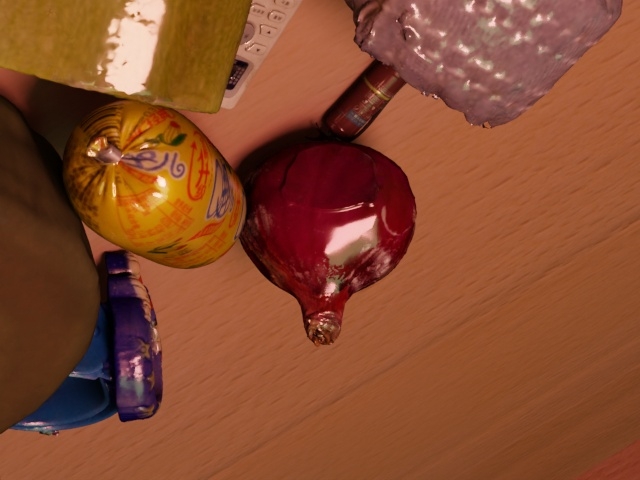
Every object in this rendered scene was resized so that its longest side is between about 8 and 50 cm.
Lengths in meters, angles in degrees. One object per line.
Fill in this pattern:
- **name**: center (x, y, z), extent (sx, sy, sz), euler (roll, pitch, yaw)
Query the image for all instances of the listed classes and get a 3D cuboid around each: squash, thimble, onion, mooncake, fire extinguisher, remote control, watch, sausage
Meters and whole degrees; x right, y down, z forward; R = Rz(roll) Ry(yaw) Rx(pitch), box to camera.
- **squash**: center (-0.141, -0.268, 0.742), extent (0.233, 0.210, 0.309), euler (6, 102, -39)
- **thimble**: center (0.137, -0.221, 0.879), extent (0.236, 0.205, 0.172), euler (10, 130, -50)
- **onion**: center (0.000, 0.000, 1.028), extent (0.195, 0.218, 0.140), euler (3, 153, 7)
- **mooncake**: center (-0.370, 0.025, 0.817), extent (0.356, 0.194, 0.356), euler (-18, 139, -17)
- **fire extinguisher**: center (0.044, -0.146, 1.050), extent (0.056, 0.039, 0.132), euler (27, 116, -41)
- **remote control**: center (-0.070, -0.203, 0.900), extent (0.087, 0.029, 0.190), euler (9, 128, -43)
- **watch**: center (-0.271, 0.126, 1.059), extent (0.200, 0.171, 0.196), euler (-6, 141, -10)
- **sausage**: center (-0.139, -0.042, 0.893), extent (0.123, 0.123, 0.347), euler (-32, 172, 1)
